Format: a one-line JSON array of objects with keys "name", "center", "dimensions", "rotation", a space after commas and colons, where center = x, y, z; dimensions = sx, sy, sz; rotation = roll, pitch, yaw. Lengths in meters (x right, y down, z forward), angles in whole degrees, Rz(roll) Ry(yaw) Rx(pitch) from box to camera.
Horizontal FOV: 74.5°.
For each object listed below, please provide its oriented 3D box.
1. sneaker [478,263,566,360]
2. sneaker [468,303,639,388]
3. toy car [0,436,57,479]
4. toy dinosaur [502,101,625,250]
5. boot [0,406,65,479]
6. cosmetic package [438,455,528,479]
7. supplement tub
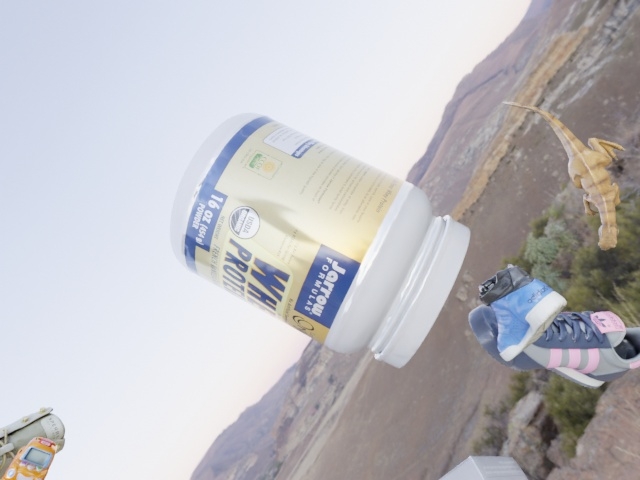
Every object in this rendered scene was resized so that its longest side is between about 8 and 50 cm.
[{"name": "sneaker", "center": [0.237, 0.088, 0.528], "dimensions": [0.058, 0.085, 0.152], "rotation": [-31, -33, -14]}, {"name": "sneaker", "center": [0.377, 0.140, 0.652], "dimensions": [0.131, 0.318, 0.112], "rotation": [-52, 33, 39]}, {"name": "toy car", "center": [-0.307, 0.191, 0.403], "dimensions": [0.041, 0.122, 0.060], "rotation": [-60, 1, -14]}, {"name": "toy dinosaur", "center": [0.315, -0.095, 0.502], "dimensions": [0.112, 0.212, 0.064], "rotation": [-22, -8, -45]}, {"name": "boot", "center": [-0.407, 0.264, 0.518], "dimensions": [0.165, 0.077, 0.213], "rotation": [-13, -18, -45]}, {"name": "cosmetic package", "center": [0.167, 0.388, 0.548], "dimensions": [0.127, 0.107, 0.238], "rotation": [27, -69, -39]}, {"name": "supplement tub", "center": [0.000, 0.000, 0.540], "dimensions": [0.228, 0.316, 0.228], "rotation": [-61, -9, -16]}]
